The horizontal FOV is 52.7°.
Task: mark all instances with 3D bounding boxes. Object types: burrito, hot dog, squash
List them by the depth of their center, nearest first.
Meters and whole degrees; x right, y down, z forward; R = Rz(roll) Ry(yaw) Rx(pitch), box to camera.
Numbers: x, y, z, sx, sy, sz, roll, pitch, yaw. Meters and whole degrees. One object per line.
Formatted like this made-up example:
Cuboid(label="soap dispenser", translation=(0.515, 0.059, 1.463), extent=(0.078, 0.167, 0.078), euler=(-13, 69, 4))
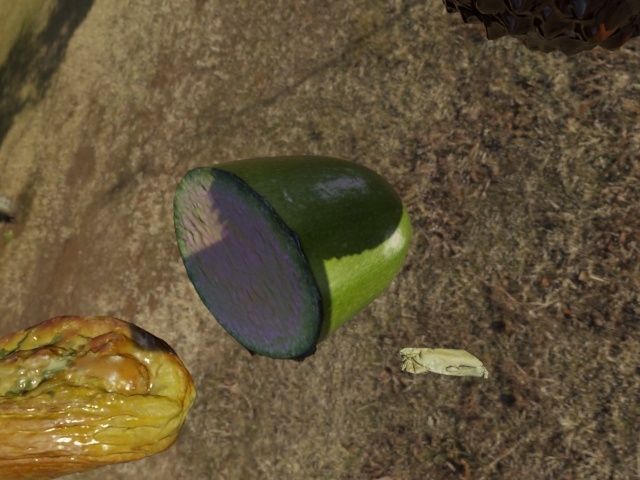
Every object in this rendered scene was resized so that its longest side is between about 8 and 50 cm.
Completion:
Cuboid(label="hot dog", translation=(-0.270, 0.164, 0.651), extent=(0.196, 0.272, 0.122), euler=(-88, -15, -63))
Cuboid(label="squash", translation=(-0.011, -0.022, 0.978), extent=(0.310, 0.309, 0.310), euler=(28, 135, 32))
Cuboid(label="burrito", translation=(0.206, 0.205, 1.091), extent=(0.041, 0.149, 0.055), euler=(78, -165, -49))

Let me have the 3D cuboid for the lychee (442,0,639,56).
Cuboid(label="lychee", translation=(0.164, -0.268, 0.378), extent=(0.330, 0.306, 0.306), euler=(63, -155, -64))
